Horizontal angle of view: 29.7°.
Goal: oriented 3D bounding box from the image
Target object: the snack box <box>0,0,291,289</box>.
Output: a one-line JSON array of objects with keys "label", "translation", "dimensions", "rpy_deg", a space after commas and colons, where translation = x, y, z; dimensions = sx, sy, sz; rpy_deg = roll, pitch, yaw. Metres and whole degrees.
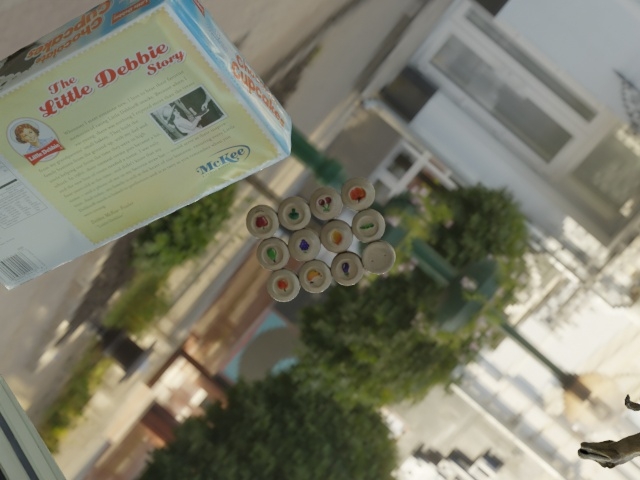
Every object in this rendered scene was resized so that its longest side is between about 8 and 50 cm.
[{"label": "snack box", "translation": [-0.209, -0.088, 1.062], "dimensions": [0.322, 0.187, 0.060], "rpy_deg": [-24, -140, 20]}]

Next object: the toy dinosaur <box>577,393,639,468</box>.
[{"label": "toy dinosaur", "translation": [0.269, 0.148, 0.835], "dimensions": [0.053, 0.183, 0.092], "rpy_deg": [-31, 125, -40]}]

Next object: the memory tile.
[{"label": "memory tile", "translation": [0.000, 0.000, 1.320], "dimensions": [0.148, 0.113, 0.012], "rpy_deg": [-16, -173, 7]}]

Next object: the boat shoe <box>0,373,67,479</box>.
[{"label": "boat shoe", "translation": [-0.265, 0.191, 0.863], "dimensions": [0.156, 0.500, 0.187], "rpy_deg": [-30, 151, -17]}]
